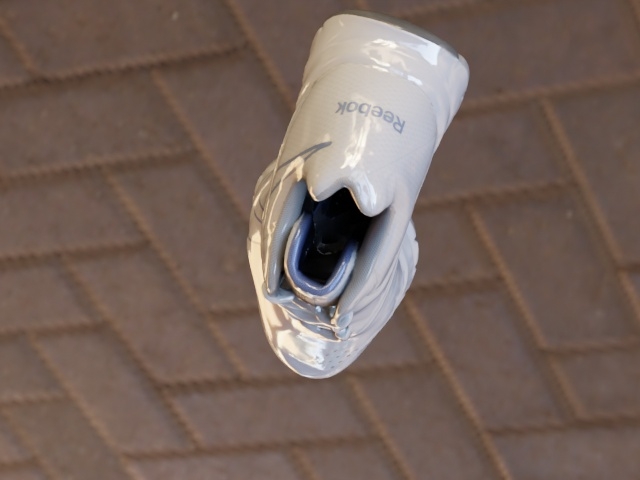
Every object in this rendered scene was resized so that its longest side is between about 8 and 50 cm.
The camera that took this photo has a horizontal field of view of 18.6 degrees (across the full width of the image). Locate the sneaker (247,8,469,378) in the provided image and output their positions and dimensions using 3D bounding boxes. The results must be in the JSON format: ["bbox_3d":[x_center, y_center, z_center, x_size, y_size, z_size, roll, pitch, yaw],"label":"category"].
[{"bbox_3d":[0.000,0.000,1.119,0.111,0.129,0.297,18,145,6],"label":"sneaker"}]
